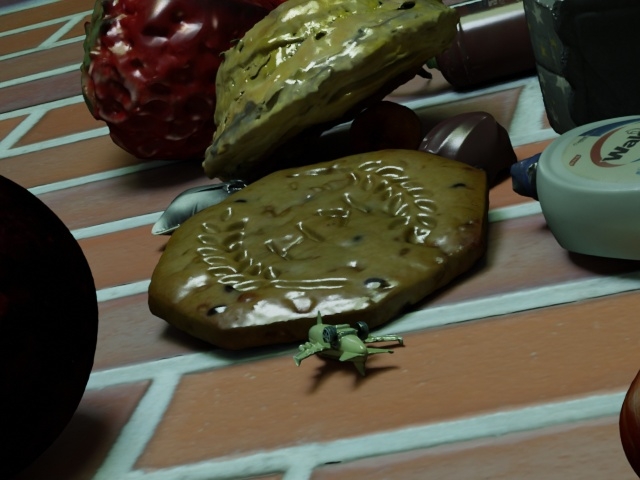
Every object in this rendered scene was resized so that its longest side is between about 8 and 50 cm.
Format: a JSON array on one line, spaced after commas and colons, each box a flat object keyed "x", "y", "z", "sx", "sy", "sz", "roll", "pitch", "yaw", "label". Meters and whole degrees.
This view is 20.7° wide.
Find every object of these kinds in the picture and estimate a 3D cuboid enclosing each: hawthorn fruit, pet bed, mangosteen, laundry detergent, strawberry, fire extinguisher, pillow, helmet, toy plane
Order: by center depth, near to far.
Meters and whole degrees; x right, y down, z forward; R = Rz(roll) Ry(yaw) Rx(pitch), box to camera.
[{"x": -0.350, "y": 0.087, "z": 1.509, "sx": 0.307, "sy": 0.307, "sz": 0.347, "roll": -28, "pitch": -7, "yaw": -27, "label": "mangosteen"}, {"x": 0.017, "y": 0.088, "z": 1.518, "sx": 0.102, "sy": 0.040, "sz": 0.111, "roll": -5, "pitch": 15, "yaw": -26, "label": "toy plane"}, {"x": 0.297, "y": -0.058, "z": 1.582, "sx": 0.215, "sy": 0.105, "sz": 0.280, "roll": -31, "pitch": 22, "yaw": -32, "label": "laundry detergent"}, {"x": 0.318, "y": -0.182, "z": 1.745, "sx": 0.183, "sy": 0.210, "sz": 0.159, "roll": -20, "pitch": 29, "yaw": -9, "label": "pet bed"}, {"x": 0.147, "y": -0.094, "z": 1.854, "sx": 0.123, "sy": 0.070, "sz": 0.098, "roll": -27, "pitch": 22, "yaw": -28, "label": "helmet"}, {"x": -0.115, "y": -0.034, "z": 1.944, "sx": 0.136, "sy": 0.055, "sz": 0.091, "roll": -9, "pitch": 53, "yaw": 31, "label": "pillow"}, {"x": 0.080, "y": -0.119, "z": 1.980, "sx": 0.081, "sy": 0.081, "sz": 0.093, "roll": -7, "pitch": 4, "yaw": 27, "label": "hawthorn fruit"}, {"x": 0.231, "y": -0.251, "z": 2.188, "sx": 0.344, "sy": 0.102, "sz": 0.138, "roll": -14, "pitch": -13, "yaw": 12, "label": "fire extinguisher"}, {"x": -0.128, "y": -0.228, "z": 2.237, "sx": 0.345, "sy": 0.295, "sz": 0.317, "roll": 12, "pitch": -4, "yaw": -13, "label": "strawberry"}]

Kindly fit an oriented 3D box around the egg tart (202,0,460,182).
[{"x": -0.006, "y": -0.195, "z": 1.998, "sx": 0.352, "sy": 0.150, "sz": 0.352, "roll": -32, "pitch": -3, "yaw": -2, "label": "egg tart"}]

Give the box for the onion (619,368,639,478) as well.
[{"x": 0.293, "y": 0.075, "z": 1.051, "sx": 0.230, "sy": 0.163, "sz": 0.230, "roll": 0, "pitch": -21, "yaw": 0, "label": "onion"}]

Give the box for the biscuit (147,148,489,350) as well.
[{"x": 0.000, "y": -0.001, "z": 1.717, "sx": 0.359, "sy": 0.046, "sz": 0.359, "roll": -12, "pitch": 27, "yaw": 6, "label": "biscuit"}]
